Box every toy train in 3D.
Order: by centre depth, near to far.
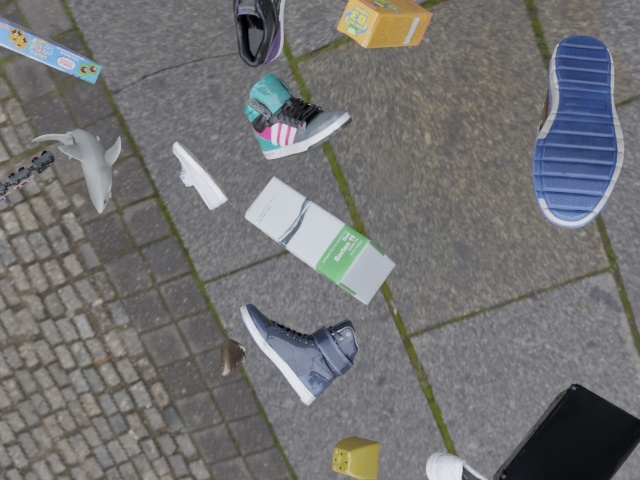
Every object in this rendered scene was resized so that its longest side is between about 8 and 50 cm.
[{"bbox_3d":[-0.579,-0.118,1.436,0.158,0.036,0.027,-40,78,-17],"label":"toy train"}]

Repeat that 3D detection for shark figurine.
[{"bbox_3d":[-0.558,-0.208,1.704,0.278,0.116,0.166,45,119,33],"label":"shark figurine"}]

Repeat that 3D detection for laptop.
[{"bbox_3d":[0.450,0.397,1.381,0.136,0.264,0.234,40,82,18],"label":"laptop"}]

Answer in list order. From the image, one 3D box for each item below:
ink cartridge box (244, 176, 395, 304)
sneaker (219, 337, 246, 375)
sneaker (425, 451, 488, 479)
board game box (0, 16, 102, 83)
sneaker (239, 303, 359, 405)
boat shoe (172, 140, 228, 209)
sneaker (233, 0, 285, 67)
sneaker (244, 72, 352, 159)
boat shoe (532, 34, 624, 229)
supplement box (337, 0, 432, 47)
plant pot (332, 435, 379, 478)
[{"bbox_3d":[0.000,0.000,1.206,0.208,0.153,0.087,35,89,27],"label":"ink cartridge box"},{"bbox_3d":[-0.241,0.323,2.083,0.071,0.188,0.066,14,105,-10],"label":"sneaker"},{"bbox_3d":[0.277,0.450,1.294,0.212,0.080,0.094,46,145,-16],"label":"sneaker"},{"bbox_3d":[-0.484,-0.325,1.203,0.160,0.211,0.039,30,97,35],"label":"board game box"},{"bbox_3d":[-0.031,0.171,1.382,0.163,0.086,0.226,-38,102,1],"label":"sneaker"},{"bbox_3d":[-0.299,-0.151,1.779,0.063,0.066,0.184,-38,114,4],"label":"boat shoe"},{"bbox_3d":[-0.117,-0.472,1.417,0.107,0.124,0.283,1,113,9],"label":"sneaker"},{"bbox_3d":[-0.068,-0.293,1.672,0.295,0.124,0.178,-8,119,50],"label":"sneaker"},{"bbox_3d":[0.210,-0.080,0.615,0.066,0.183,0.066,11,153,13],"label":"boat shoe"},{"bbox_3d":[0.134,-0.443,1.512,0.078,0.233,0.080,38,124,20],"label":"supplement box"},{"bbox_3d":[0.071,0.481,1.646,0.081,0.083,0.081,1,83,43],"label":"plant pot"}]
